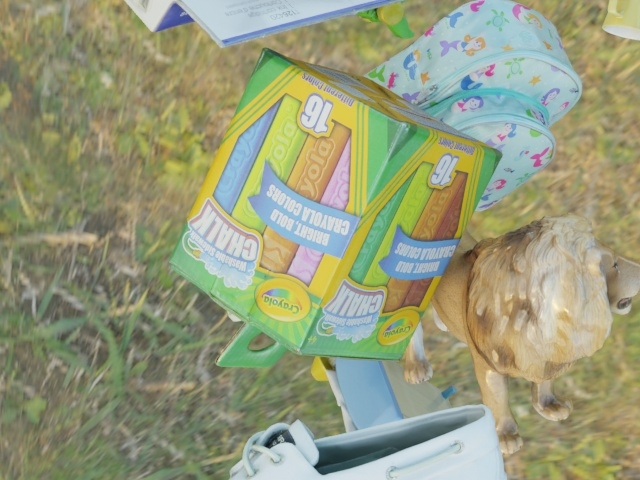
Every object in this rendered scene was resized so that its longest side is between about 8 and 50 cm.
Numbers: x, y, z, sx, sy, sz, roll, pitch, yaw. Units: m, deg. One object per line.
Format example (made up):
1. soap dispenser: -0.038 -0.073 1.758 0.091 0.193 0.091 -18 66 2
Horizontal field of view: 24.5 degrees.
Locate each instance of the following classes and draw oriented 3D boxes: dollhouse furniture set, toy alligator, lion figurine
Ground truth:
1. dollhouse furniture set: 0.095 0.292 1.702 0.198 0.286 0.303 -38 47 19
2. toy alligator: 0.033 -0.276 1.572 0.189 0.056 0.051 26 88 -29
3. lion figurine: 0.150 0.047 1.451 0.142 0.392 0.240 -24 119 -26

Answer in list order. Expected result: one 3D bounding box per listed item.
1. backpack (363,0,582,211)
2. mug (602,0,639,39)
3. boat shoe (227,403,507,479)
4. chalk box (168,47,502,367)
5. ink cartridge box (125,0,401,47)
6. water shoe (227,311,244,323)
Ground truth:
1. backpack: 0.188 -0.168 1.810 0.225 0.253 0.191 19 40 -43
2. mug: 0.372 -0.277 1.747 0.062 0.078 0.064 15 89 8
3. boat shoe: -0.013 0.129 0.773 0.226 0.083 0.076 -9 104 -13
4. chalk box: 0.000 0.000 1.358 0.179 0.180 0.289 32 104 33
5. ink cartridge box: -0.067 -0.289 1.395 0.303 0.072 0.307 -20 60 -36
6. water shoe: -0.048 0.036 1.819 0.073 0.203 0.080 -17 81 -58
